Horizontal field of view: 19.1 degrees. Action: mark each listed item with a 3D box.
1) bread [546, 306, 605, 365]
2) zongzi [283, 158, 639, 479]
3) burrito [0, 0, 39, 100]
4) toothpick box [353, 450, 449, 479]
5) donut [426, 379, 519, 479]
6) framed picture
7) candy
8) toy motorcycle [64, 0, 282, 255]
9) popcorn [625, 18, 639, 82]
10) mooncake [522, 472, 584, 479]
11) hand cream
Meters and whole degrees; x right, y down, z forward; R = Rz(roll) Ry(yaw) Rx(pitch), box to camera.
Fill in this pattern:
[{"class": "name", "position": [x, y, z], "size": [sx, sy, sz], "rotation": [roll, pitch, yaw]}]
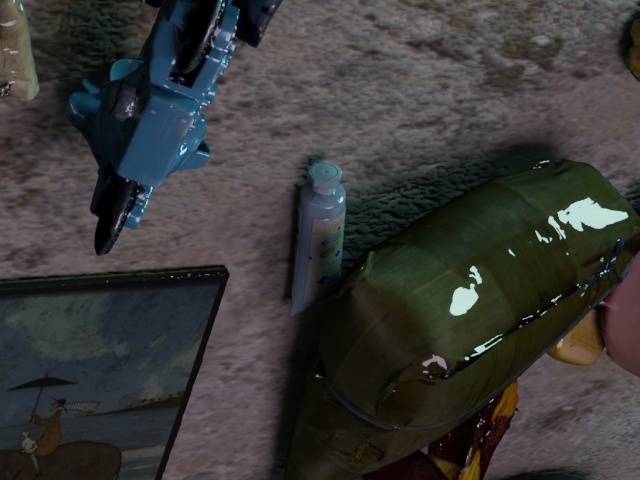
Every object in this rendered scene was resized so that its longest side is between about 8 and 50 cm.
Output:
[{"class": "bread", "position": [0.270, 0.090, 2.056], "size": [0.115, 0.056, 0.082], "rotation": [15, 100, -54]}, {"class": "zongzi", "position": [0.132, 0.099, 1.905], "size": [0.356, 0.174, 0.393], "rotation": [-28, 157, -31]}, {"class": "burrito", "position": [-0.243, -0.180, 1.436], "size": [0.041, 0.045, 0.185], "rotation": [-29, 143, -26]}, {"class": "toothpick box", "position": [-0.005, 0.378, 1.987], "size": [0.333, 0.204, 0.204], "rotation": [-26, 137, -17]}, {"class": "donut", "position": [0.161, 0.204, 2.034], "size": [0.140, 0.059, 0.140], "rotation": [-55, 159, -33]}, {"class": "framed picture", "position": [-0.241, 0.172, 1.768], "size": [0.265, 0.016, 0.347], "rotation": [-2, 125, -36]}, {"class": "candy", "position": [0.402, 0.048, 2.054], "size": [0.255, 0.094, 0.255], "rotation": [-30, 136, -34]}, {"class": "toy motorcycle", "position": [-0.117, -0.126, 1.470], "size": [0.124, 0.182, 0.272], "rotation": [21, 123, -13]}, {"class": "popcorn", "position": [0.353, -0.182, 1.863], "size": [0.097, 0.089, 0.109], "rotation": [-46, 144, 23]}, {"class": "mooncake", "position": [0.285, 0.386, 2.198], "size": [0.245, 0.245, 0.133], "rotation": [4, 127, -40]}, {"class": "hand cream", "position": [0.000, 0.000, 1.780], "size": [0.065, 0.043, 0.170], "rotation": [-26, 139, -29]}]
